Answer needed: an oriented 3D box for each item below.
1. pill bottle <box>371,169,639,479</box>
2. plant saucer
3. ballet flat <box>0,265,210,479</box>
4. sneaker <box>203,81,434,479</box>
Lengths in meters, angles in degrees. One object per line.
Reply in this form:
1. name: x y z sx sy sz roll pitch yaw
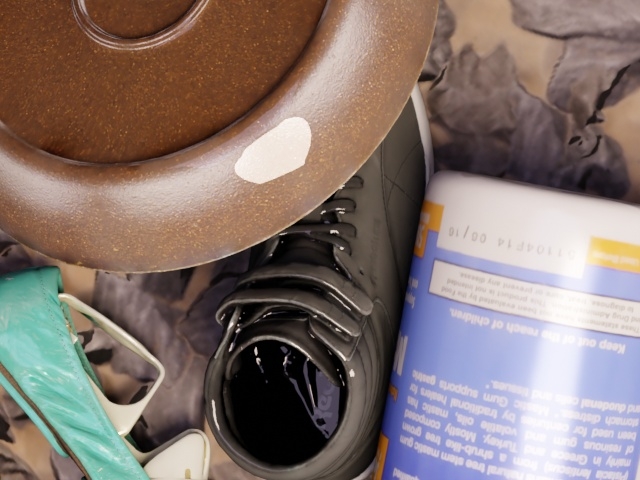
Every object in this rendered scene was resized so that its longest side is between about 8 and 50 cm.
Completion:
1. pill bottle: 0.108 0.106 0.839 0.152 0.152 0.272 11 94 9
2. plant saucer: -0.089 -0.135 0.857 0.311 0.050 0.310 -6 68 16
3. ballet flat: -0.117 0.117 0.917 0.087 0.083 0.247 -35 88 -5
4. sneaker: 0.000 0.000 0.857 0.105 0.147 0.295 2 91 12
